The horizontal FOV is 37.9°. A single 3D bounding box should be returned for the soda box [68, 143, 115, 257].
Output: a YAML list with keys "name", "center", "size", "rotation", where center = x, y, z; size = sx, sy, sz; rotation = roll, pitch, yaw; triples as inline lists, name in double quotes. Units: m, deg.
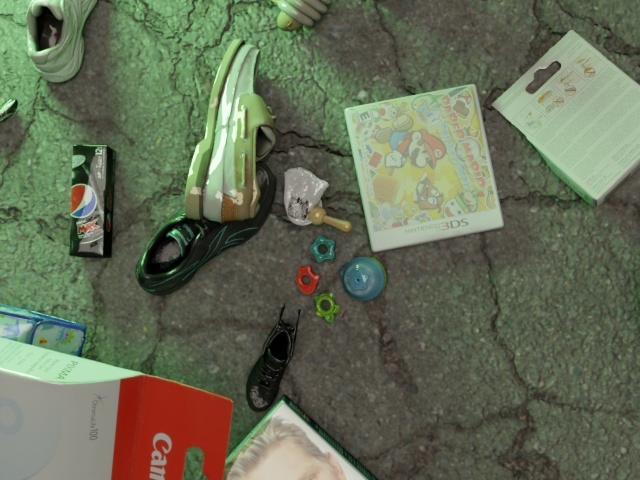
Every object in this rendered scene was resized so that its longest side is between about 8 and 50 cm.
- name: "soda box"
  center: [-0.345, -0.058, 1.411]
  size: [0.053, 0.060, 0.169]
  rotation: [1, 87, 1]

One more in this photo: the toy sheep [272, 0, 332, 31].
- name: "toy sheep"
  center: [-0.023, -0.376, 1.420]
  size: [0.091, 0.091, 0.132]
  rotation: [35, 105, 2]

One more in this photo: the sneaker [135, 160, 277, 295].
- name: "sneaker"
  center: [-0.167, -0.017, 1.388]
  size: [0.101, 0.106, 0.267]
  rotation: [45, 86, 5]

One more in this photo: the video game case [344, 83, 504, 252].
- name: "video game case"
  center: [0.159, -0.111, 1.432]
  size: [0.206, 0.026, 0.227]
  rotation: [-11, 86, -1]

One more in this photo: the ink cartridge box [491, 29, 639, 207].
- name: "ink cartridge box"
  center: [0.406, -0.187, 1.436]
  size: [0.181, 0.056, 0.225]
  rotation: [-43, 69, -2]

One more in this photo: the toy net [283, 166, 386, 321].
- name: "toy net"
  center: [0.000, 0.000, 1.421]
  size: [0.122, 0.045, 0.232]
  rotation: [-31, 84, 16]

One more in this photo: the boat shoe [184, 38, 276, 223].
- name: "boat shoe"
  center: [-0.116, -0.158, 1.368]
  size: [0.103, 0.113, 0.302]
  rotation: [9, 65, 2]

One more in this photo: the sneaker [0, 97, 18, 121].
- name: "sneaker"
  center: [-0.505, -0.197, 1.434]
  size: [0.083, 0.031, 0.035]
  rotation: [-38, 87, -2]

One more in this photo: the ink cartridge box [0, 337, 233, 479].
- name: "ink cartridge box"
  center: [-0.331, 0.320, 1.296]
  size: [0.384, 0.091, 0.308]
  rotation: [13, 112, 8]

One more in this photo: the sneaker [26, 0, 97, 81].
- name: "sneaker"
  center: [-0.391, -0.361, 1.402]
  size: [0.090, 0.115, 0.232]
  rotation: [4, 86, 0]

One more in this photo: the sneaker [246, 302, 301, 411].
- name: "sneaker"
  center: [-0.070, 0.176, 1.383]
  size: [0.051, 0.089, 0.170]
  rotation: [22, 86, 1]

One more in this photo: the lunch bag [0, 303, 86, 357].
- name: "lunch bag"
  center: [-0.435, 0.171, 1.384]
  size: [0.151, 0.096, 0.129]
  rotation: [15, 89, -9]

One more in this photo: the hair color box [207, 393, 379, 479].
- name: "hair color box"
  center: [0.016, 0.407, 1.361]
  size: [0.347, 0.105, 0.174]
  rotation: [42, 87, 3]
